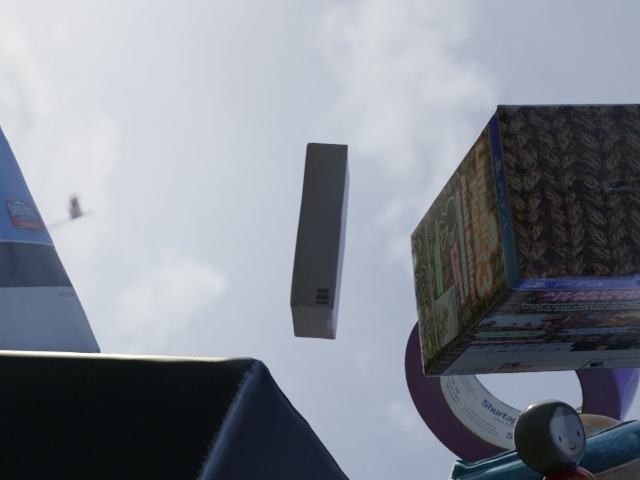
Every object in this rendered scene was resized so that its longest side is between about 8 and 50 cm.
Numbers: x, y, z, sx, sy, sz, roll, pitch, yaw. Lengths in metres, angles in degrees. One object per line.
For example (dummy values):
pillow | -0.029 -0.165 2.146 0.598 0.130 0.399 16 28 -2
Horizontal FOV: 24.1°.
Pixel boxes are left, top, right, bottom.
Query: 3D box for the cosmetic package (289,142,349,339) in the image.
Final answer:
cosmetic package | 0.000 0.000 1.949 0.099 0.060 0.239 81 13 -62

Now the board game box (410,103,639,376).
board game box | 0.224 0.008 1.253 0.291 0.232 0.141 119 -32 -67

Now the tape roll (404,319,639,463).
tape roll | 0.245 0.159 1.831 0.275 0.090 0.275 13 -57 22

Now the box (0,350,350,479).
box | -0.095 0.239 0.613 0.293 0.212 0.395 0 -40 31

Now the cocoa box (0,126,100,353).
cocoa box | -0.351 0.035 1.055 0.228 0.231 0.347 65 11 6

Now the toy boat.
toy boat | 0.230 0.229 1.469 0.318 0.267 0.148 62 10 -82
